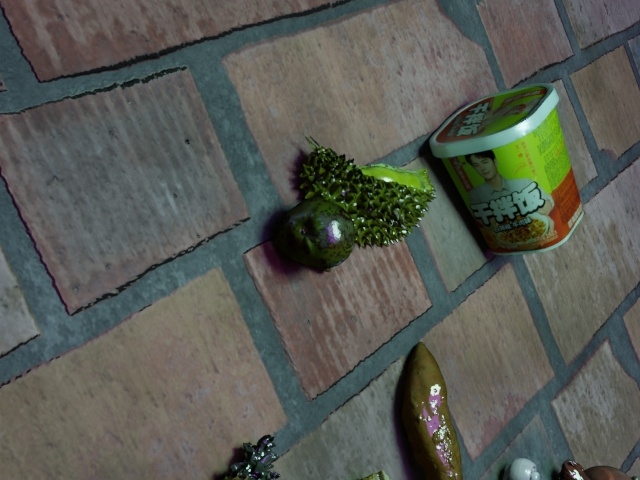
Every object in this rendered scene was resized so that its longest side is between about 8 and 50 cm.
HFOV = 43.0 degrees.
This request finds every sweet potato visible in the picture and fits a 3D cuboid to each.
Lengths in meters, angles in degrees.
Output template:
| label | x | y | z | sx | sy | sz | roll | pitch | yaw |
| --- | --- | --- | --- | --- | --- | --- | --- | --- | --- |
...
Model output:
| label | x | y | z | sx | sy | sz | roll | pitch | yaw |
| --- | --- | --- | --- | --- | --- | --- | --- | --- | --- |
| sweet potato | 0.211 | 0.366 | 1.566 | 0.106 | 0.095 | 0.355 | 26 | 51 | -64 |

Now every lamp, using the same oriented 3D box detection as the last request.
| label | x | y | z | sx | sy | sz | roll | pitch | yaw |
| --- | --- | --- | --- | --- | --- | --- | --- | --- | --- |
| lamp | 0.641 | 0.601 | 1.851 | 0.223 | 0.215 | 0.151 | 6 | 108 | -23 |

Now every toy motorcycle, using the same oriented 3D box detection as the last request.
| label | x | y | z | sx | sy | sz | roll | pitch | yaw |
| --- | --- | --- | --- | --- | --- | --- | --- | --- | --- |
| toy motorcycle | 0.397 | 0.578 | 1.696 | 0.112 | 0.112 | 0.254 | 47 | 53 | -24 |

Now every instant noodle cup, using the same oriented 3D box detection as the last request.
| label | x | y | z | sx | sy | sz | roll | pitch | yaw |
| --- | --- | --- | --- | --- | --- | --- | --- | --- | --- |
| instant noodle cup | 0.430 | -0.146 | 1.803 | 0.294 | 0.293 | 0.308 | -46 | 117 | -40 |

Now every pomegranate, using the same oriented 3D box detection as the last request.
| label | x | y | z | sx | sy | sz | roll | pitch | yaw |
| --- | --- | --- | --- | --- | --- | --- | --- | --- | --- |
| pomegranate | -0.005 | 0.005 | 1.446 | 0.125 | 0.138 | 0.163 | -54 | 147 | -48 |

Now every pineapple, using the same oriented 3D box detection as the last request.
| label | x | y | z | sx | sy | sz | roll | pitch | yaw |
| --- | --- | --- | --- | --- | --- | --- | --- | --- | --- |
| pineapple | -0.119 | 0.389 | 1.261 | 0.108 | 0.108 | 0.198 | 49 | 40 | -22 |

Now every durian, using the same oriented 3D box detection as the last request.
| label | x | y | z | sx | sy | sz | roll | pitch | yaw |
| --- | --- | --- | --- | --- | --- | --- | --- | --- | --- |
| durian | 0.101 | -0.087 | 1.595 | 0.351 | 0.158 | 0.169 | 5 | 41 | -42 |

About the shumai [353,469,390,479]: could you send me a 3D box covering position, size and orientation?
| label | x | y | z | sx | sy | sz | roll | pitch | yaw |
| --- | --- | --- | --- | --- | --- | --- | --- | --- | --- |
| shumai | 0.108 | 0.472 | 1.443 | 0.145 | 0.145 | 0.116 | 28 | 24 | -35 |
